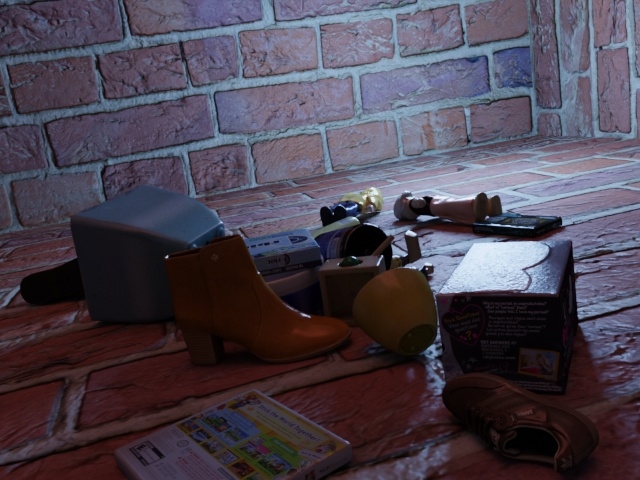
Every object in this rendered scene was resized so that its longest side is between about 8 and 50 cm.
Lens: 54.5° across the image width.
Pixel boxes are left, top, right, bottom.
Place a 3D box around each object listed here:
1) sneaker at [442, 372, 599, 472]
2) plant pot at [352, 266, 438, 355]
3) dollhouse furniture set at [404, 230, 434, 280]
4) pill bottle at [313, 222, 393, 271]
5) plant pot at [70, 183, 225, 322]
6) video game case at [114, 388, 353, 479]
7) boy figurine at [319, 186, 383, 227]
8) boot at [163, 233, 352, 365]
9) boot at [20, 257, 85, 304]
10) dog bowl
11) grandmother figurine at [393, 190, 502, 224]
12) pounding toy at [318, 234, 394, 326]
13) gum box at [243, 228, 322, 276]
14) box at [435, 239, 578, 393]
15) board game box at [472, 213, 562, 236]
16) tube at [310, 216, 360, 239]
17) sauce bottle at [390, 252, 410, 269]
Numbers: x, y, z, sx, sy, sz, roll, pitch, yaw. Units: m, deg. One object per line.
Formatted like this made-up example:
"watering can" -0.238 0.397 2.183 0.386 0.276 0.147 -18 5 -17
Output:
"sneaker" 0.202 0.198 0.687 0.071 0.066 0.188 -21 17 -39
"plant pot" 0.129 0.123 0.968 0.134 0.134 0.095 -13 40 -16
"dollhouse furniture set" 0.180 0.033 1.316 0.081 0.114 0.091 -7 15 29
"pill bottle" 0.045 0.036 1.326 0.123 0.122 0.219 -17 2 -30
"plant pot" -0.345 0.036 1.365 0.253 0.247 0.247 7 24 22
"video game case" -0.110 0.256 0.740 0.206 0.026 0.227 -18 15 -33
"boy figurine" 0.109 -0.107 2.016 0.177 0.092 0.285 -1 15 33
"boot" -0.106 0.091 1.031 0.295 0.211 0.104 -7 14 5
"boot" -0.611 0.095 1.616 0.306 0.112 0.115 -9 2 10
"dog bowl" -0.118 0.100 1.238 0.265 0.104 0.265 -8 13 2
"grandmother figurine" 0.344 -0.096 1.817 0.208 0.103 0.342 16 -8 -37
"pounding toy" 0.074 0.073 1.142 0.130 0.141 0.100 -5 13 15
"gum box" -0.089 0.024 1.221 0.157 0.041 0.184 -10 14 -7
"box" 0.278 0.097 0.902 0.164 0.142 0.247 -2 14 27
"board game box" 0.505 -0.040 1.600 0.126 0.026 0.186 -18 15 -36
"tube" 0.000 0.000 1.510 0.240 0.070 0.062 -20 51 -42
"sauce bottle" 0.159 0.055 1.387 0.128 0.042 0.042 -22 18 -39
